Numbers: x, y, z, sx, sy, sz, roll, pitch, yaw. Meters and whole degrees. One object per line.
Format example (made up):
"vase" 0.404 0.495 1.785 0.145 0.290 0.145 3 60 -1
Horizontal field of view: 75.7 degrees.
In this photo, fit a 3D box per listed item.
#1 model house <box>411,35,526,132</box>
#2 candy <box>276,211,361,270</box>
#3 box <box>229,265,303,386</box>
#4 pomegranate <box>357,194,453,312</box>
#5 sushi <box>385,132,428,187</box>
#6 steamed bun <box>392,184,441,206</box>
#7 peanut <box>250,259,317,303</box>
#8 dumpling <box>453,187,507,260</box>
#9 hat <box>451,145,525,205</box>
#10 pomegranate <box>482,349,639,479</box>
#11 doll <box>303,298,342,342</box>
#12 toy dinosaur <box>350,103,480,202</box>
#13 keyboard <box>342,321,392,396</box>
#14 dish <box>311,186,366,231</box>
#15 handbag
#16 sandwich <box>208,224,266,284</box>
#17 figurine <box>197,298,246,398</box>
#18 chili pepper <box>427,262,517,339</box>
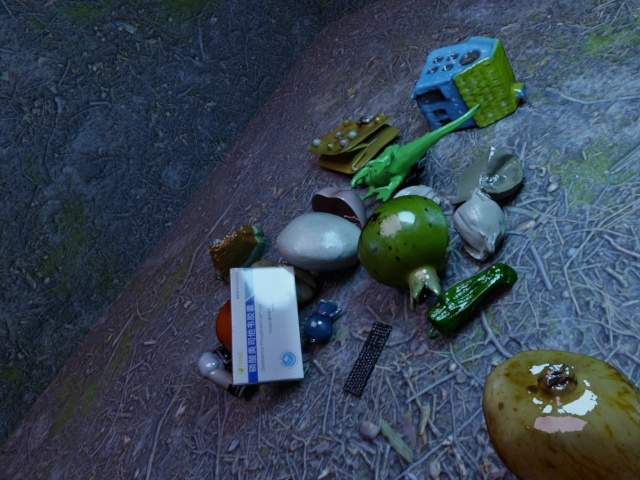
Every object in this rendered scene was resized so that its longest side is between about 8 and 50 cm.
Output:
"model house" 0.498 -0.510 1.358 0.303 0.237 0.216 0 56 45
"candy" 0.000 0.000 1.333 0.295 0.295 0.185 4 100 49
"box" -0.167 0.246 1.228 0.065 0.200 0.344 115 152 -63
"pomegranate" 0.230 0.029 1.086 0.260 0.260 0.341 -32 41 20
"sushi" 0.315 -0.250 1.444 0.192 0.050 0.215 -34 29 44
"steamed bun" 0.283 -0.097 1.272 0.182 0.106 0.183 -30 37 26
"peanut" -0.142 0.140 1.451 0.313 0.149 0.149 9 61 52
"dumpling" 0.406 -0.035 1.069 0.136 0.118 0.199 112 163 -52
"hat" 0.473 -0.152 1.176 0.173 0.144 0.166 102 -171 -63
"pomegranate" 0.382 0.285 0.652 0.248 0.248 0.248 -28 37 24
"doll" 0.001 0.246 1.243 0.114 0.086 0.152 -6 40 30
"toy dinosaur" 0.296 -0.287 1.385 0.499 0.144 0.374 -32 10 21
"keyboard" 0.125 0.311 1.096 0.061 0.013 0.204 5 59 49
"dish" 0.075 -0.117 1.443 0.213 0.213 0.090 1 48 48
"handbag" 0.130 -0.428 1.745 0.283 0.133 0.401 -39 25 -10
"sandwich" -0.352 0.049 1.737 0.292 0.212 0.109 -37 47 -11
"figurine" -0.261 0.311 1.350 0.320 0.196 0.323 20 80 53
"chili pepper" 0.349 0.139 0.979 0.257 0.074 0.100 -42 33 4
